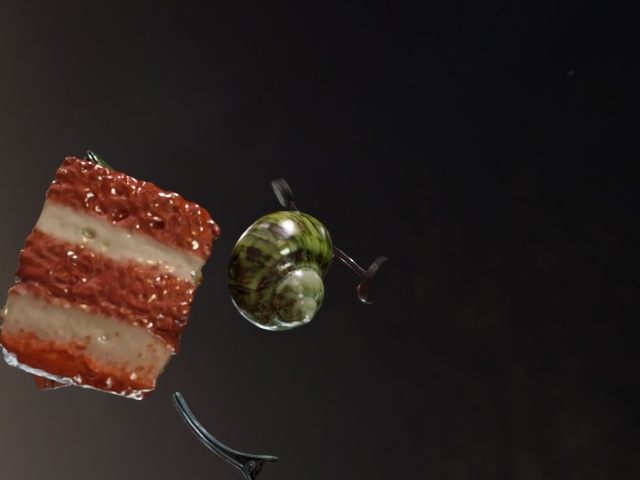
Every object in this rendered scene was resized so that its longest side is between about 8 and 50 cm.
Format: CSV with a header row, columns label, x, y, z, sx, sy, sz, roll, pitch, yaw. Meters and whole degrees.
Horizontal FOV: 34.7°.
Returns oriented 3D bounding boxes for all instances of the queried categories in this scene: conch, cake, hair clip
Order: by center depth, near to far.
label,x,y,z,sx,sy,sz,roll,pitch,yaw
conch,-0.053,0.046,1.564,0.181,0.187,0.124,56,-8,11
cake,-0.332,0.076,1.607,0.269,0.270,0.319,135,-26,-74
hair clip,-0.179,0.336,1.750,0.229,0.070,0.039,32,-7,23

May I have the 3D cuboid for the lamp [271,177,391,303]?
label,x,y,z,sx,sy,sz,roll,pitch,yaw
lamp,0.032,-0.019,2.366,0.371,0.108,0.130,49,-16,30

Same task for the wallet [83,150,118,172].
label,x,y,z,sx,sy,sz,roll,pitch,yaw
wallet,-0.468,-0.103,2.421,0.160,0.055,0.236,53,2,27

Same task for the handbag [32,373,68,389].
label,x,y,z,sx,sy,sz,roll,pitch,yaw
handbag,-0.510,0.203,1.991,0.063,0.127,0.190,-98,180,-52
